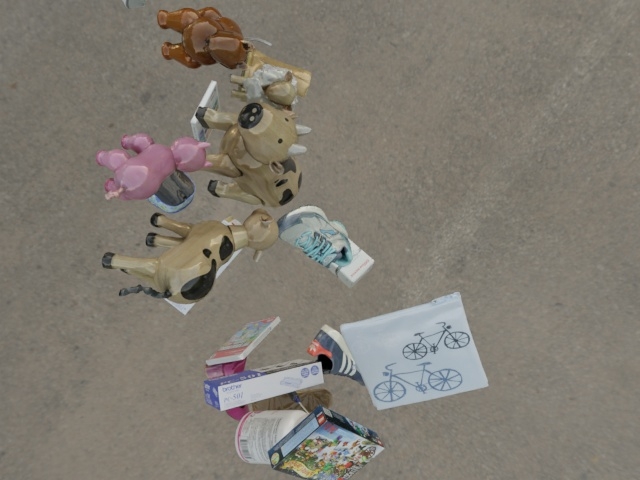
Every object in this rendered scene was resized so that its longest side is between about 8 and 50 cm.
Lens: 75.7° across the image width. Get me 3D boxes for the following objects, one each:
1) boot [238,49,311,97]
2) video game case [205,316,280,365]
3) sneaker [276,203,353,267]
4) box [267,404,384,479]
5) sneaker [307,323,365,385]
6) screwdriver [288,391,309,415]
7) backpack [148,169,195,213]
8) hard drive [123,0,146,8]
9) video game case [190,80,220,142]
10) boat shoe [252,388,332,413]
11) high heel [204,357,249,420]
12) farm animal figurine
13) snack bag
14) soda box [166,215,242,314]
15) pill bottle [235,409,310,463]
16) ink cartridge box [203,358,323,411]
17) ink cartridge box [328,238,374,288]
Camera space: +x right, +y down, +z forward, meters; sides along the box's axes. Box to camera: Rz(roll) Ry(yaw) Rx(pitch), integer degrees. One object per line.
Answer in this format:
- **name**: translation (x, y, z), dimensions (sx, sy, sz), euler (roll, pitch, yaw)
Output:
- **boot**: translation (-0.177, -0.638, 1.645), dimensions (0.270, 0.089, 0.236), euler (17, 68, -22)
- **video game case**: translation (-0.315, 0.413, 1.710), dimensions (0.204, 0.285, 0.025), euler (-19, 101, 31)
- **sneaker**: translation (0.000, 0.000, 1.023), dimensions (0.110, 0.283, 0.122), euler (-38, 61, 24)
- **box**: translation (0.019, 0.470, 0.925), dimensions (0.159, 0.233, 0.044), euler (-44, 36, 6)
- **sneaker**: translation (0.064, 0.483, 1.601), dimensions (0.148, 0.131, 0.350), euler (-45, 119, -18)
- **screwdriver**: translation (-0.052, 0.455, 1.144), dimensions (0.024, 0.170, 0.025), euler (-4, 100, -29)
- **backpack**: translation (-0.352, -0.121, 0.954), dimensions (0.114, 0.084, 0.105), euler (43, 59, -2)
- **hard drive**: translation (-0.402, -0.651, 0.731), dimensions (0.047, 0.233, 0.352), euler (-29, 97, -28)
- **video game case**: translation (-0.337, -0.365, 1.219), dimensions (0.019, 0.143, 0.157), euler (18, 68, -2)
- **boat shoe**: translation (-0.117, 0.697, 1.752), dimensions (0.342, 0.110, 0.121), euler (-4, 69, 3)
- **high heel**: translation (-0.331, 0.630, 1.742), dimensions (0.182, 0.377, 0.127), euler (-18, 35, 4)
- **farm animal figurine**: translation (-0.097, -0.095, 0.524), dimensions (0.172, 0.327, 0.330), euler (13, 95, 10)
- **snack bag**: translation (0.241, 0.301, 1.079), dimensions (0.323, 0.037, 0.342), euler (-18, 117, 14)
- **soda box**: translation (-0.239, 0.051, 0.877), dimensions (0.069, 0.074, 0.216), euler (41, 98, -7)
- **pill bottle**: translation (-0.118, 0.626, 1.310), dimensions (0.283, 0.160, 0.160), euler (-15, 71, 32)
- **ink cartridge box**: translation (-0.108, 0.273, 0.793), dimensions (0.207, 0.097, 0.046), euler (-4, 81, -32)
- **ink cartridge box**: translation (0.114, 0.090, 1.850), dimensions (0.153, 0.086, 0.208), euler (-41, 71, -21)
